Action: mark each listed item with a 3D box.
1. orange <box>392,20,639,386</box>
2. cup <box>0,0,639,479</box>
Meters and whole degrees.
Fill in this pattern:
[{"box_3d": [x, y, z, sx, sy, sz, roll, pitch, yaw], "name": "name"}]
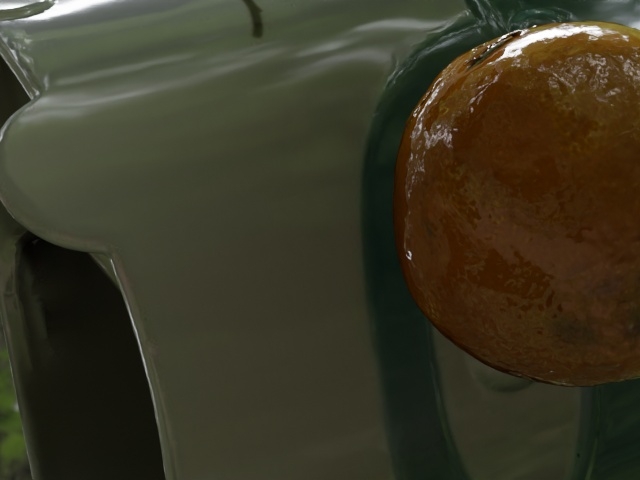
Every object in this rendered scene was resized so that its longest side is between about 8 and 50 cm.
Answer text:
[{"box_3d": [0.055, -0.007, 0.414, 0.083, 0.083, 0.083, 2, -51, 2], "name": "orange"}, {"box_3d": [0.000, 0.000, 0.658, 0.257, 0.289, 0.219, -14, -75, -19], "name": "cup"}]
